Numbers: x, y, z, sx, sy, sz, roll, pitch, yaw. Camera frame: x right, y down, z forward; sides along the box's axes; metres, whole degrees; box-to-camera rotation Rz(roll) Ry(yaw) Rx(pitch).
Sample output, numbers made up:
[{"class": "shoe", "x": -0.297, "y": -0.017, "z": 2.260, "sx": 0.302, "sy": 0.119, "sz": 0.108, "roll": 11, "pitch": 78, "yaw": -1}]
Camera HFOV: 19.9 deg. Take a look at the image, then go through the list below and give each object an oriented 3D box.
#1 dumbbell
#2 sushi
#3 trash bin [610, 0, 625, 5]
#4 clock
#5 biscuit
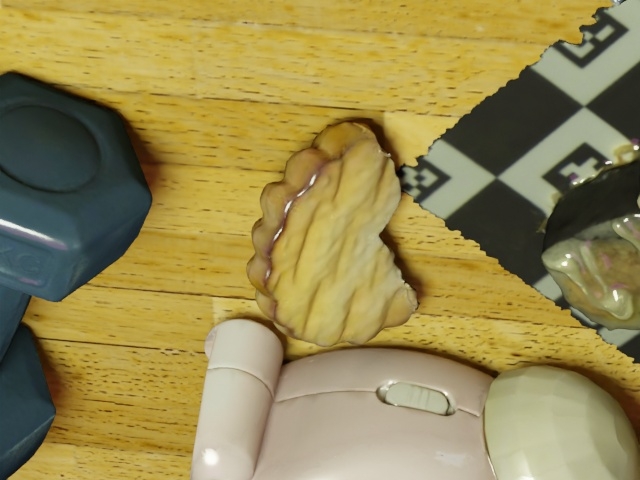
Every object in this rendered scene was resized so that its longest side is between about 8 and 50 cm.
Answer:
[{"class": "dumbbell", "x": -0.232, "y": 0.041, "z": 1.269, "sx": 0.144, "sy": 0.160, "sz": 0.325, "roll": -3, "pitch": 142, "yaw": -32}, {"class": "sushi", "x": 0.261, "y": -0.024, "z": 1.146, "sx": 0.296, "sy": 0.100, "sz": 0.373, "roll": 36, "pitch": 129, "yaw": -22}, {"class": "trash bin", "x": 0.281, "y": -0.155, "z": 0.924, "sx": 0.234, "sy": 0.162, "sz": 0.184, "roll": 39, "pitch": 138, "yaw": 18}, {"class": "clock", "x": 0.058, "y": 0.219, "z": 1.376, "sx": 0.326, "sy": 0.184, "sz": 0.342, "roll": 8, "pitch": 139, "yaw": -3}, {"class": "biscuit", "x": 0.000, "y": 0.000, "z": 1.239, "sx": 0.118, "sy": 0.061, "sz": 0.183, "roll": -23, "pitch": 135, "yaw": -17}]
